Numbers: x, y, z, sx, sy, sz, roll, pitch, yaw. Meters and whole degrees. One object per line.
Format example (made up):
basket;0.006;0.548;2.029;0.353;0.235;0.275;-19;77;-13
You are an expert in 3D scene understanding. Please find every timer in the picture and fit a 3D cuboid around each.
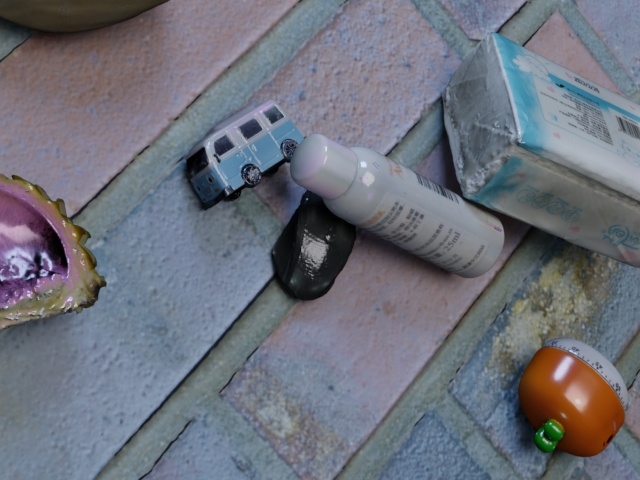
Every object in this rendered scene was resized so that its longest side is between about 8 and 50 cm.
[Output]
timer;0.277;0.186;1.477;0.136;0.099;0.136;11;62;-22

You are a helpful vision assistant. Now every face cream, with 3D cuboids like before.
face cream;0.081;-0.038;1.395;0.269;0.082;0.082;26;65;-37

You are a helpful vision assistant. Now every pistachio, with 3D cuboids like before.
pistachio;-0.220;-0.277;1.270;0.238;0.153;0.137;-17;77;-7

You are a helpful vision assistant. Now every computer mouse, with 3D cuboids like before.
computer mouse;0.000;0.000;1.387;0.079;0.047;0.135;30;62;-23

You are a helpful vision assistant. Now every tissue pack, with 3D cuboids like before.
tissue pack;0.280;-0.099;1.507;0.271;0.124;0.201;20;43;-25

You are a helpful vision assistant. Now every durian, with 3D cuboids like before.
durian;-0.354;0.020;1.137;0.341;0.112;0.191;-19;79;-41

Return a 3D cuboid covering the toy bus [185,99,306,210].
toy bus;-0.081;-0.090;1.352;0.123;0.060;0.075;-35;94;-34
